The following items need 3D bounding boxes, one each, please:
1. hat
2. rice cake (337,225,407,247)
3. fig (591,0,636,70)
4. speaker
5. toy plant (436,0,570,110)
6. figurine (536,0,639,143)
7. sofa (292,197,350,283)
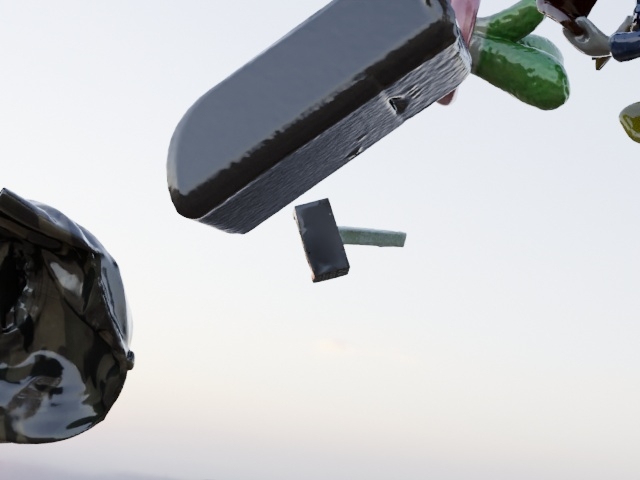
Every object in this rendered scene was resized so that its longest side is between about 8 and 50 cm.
[{"bbox_3d":[-0.381,0.036,1.313,0.257,0.381,0.366,9,-58,-24],"label":"hat"},{"bbox_3d":[0.079,-0.006,1.796,0.171,0.033,0.029,3,13,-33],"label":"rice cake"},{"bbox_3d":[0.567,-0.404,1.607,0.286,0.368,0.286,36,8,-6],"label":"fig"},{"bbox_3d":[-0.007,-0.186,1.096,0.388,0.184,0.180,-35,-13,7],"label":"speaker"},{"bbox_3d":[0.262,-0.340,1.779,0.356,0.210,0.317,9,19,6],"label":"toy plant"},{"bbox_3d":[0.422,-0.303,1.256,0.284,0.204,0.338,19,-30,1],"label":"figurine"},{"bbox_3d":[0.000,0.000,1.525,0.060,0.117,0.039,-14,-17,-12],"label":"sofa"}]
